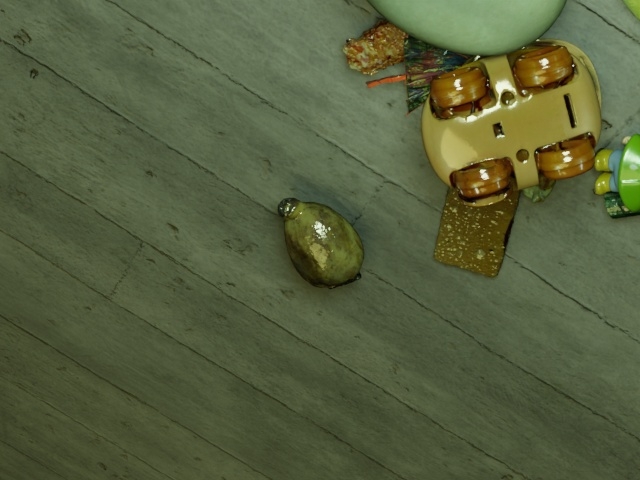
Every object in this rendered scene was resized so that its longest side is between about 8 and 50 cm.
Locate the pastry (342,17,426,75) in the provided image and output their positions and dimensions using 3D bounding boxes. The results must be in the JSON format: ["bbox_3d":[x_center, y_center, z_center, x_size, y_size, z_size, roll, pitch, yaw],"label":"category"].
[{"bbox_3d":[0.115,-0.324,1.916,0.169,0.063,0.087,-18,126,39],"label":"pastry"}]

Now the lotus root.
[{"bbox_3d":[0.000,0.000,2.216,0.138,0.138,0.214,-15,122,34],"label":"lotus root"}]

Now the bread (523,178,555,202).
[{"bbox_3d":[0.281,-0.142,1.986,0.232,0.088,0.128,22,170,9],"label":"bread"}]

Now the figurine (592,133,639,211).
[{"bbox_3d":[0.556,-0.099,1.875,0.263,0.143,0.162,11,114,39],"label":"figurine"}]

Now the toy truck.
[{"bbox_3d":[0.291,-0.185,1.793,0.288,0.211,0.204,-16,104,6],"label":"toy truck"}]

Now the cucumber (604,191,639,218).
[{"bbox_3d":[0.525,-0.063,1.977,0.105,0.048,0.048,-6,127,27],"label":"cucumber"}]

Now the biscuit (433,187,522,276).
[{"bbox_3d":[0.277,-0.033,2.131,0.131,0.025,0.231,18,135,9],"label":"biscuit"}]

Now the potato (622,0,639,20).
[{"bbox_3d":[0.460,-0.397,1.698,0.119,0.054,0.198,-12,129,27],"label":"potato"}]

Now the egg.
[{"bbox_3d":[0.186,-0.400,1.670,0.352,0.258,0.258,33,136,-19],"label":"egg"}]

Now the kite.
[{"bbox_3d":[0.167,-0.265,1.936,0.189,0.009,0.232,-9,153,4],"label":"kite"}]
